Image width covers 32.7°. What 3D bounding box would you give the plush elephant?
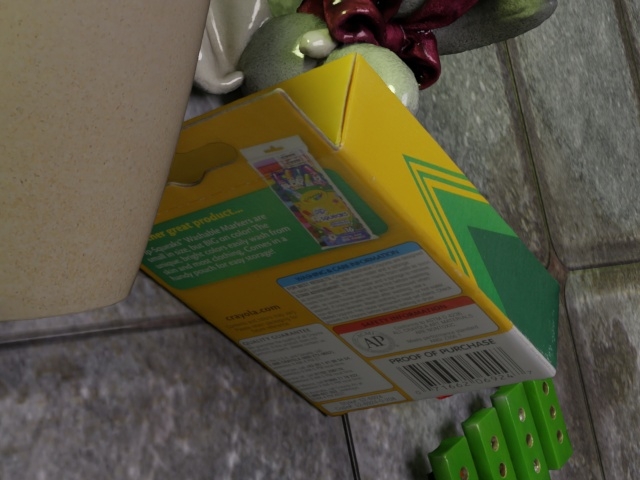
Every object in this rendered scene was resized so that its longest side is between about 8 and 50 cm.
[{"bbox_3d":[0.034,-0.172,0.842,0.272,0.330,0.255,26,78,-32],"label":"plush elephant"}]

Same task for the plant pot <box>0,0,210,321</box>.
[{"bbox_3d":[-0.163,-0.104,0.548,0.256,0.256,0.274,-10,101,-56],"label":"plant pot"}]

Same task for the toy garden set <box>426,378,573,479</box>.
[{"bbox_3d":[0.151,0.161,1.037,0.244,0.049,0.204,-26,100,-55],"label":"toy garden set"}]

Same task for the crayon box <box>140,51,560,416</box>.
[{"bbox_3d":[0.000,0.000,0.743,0.323,0.203,0.083,43,45,-38],"label":"crayon box"}]
